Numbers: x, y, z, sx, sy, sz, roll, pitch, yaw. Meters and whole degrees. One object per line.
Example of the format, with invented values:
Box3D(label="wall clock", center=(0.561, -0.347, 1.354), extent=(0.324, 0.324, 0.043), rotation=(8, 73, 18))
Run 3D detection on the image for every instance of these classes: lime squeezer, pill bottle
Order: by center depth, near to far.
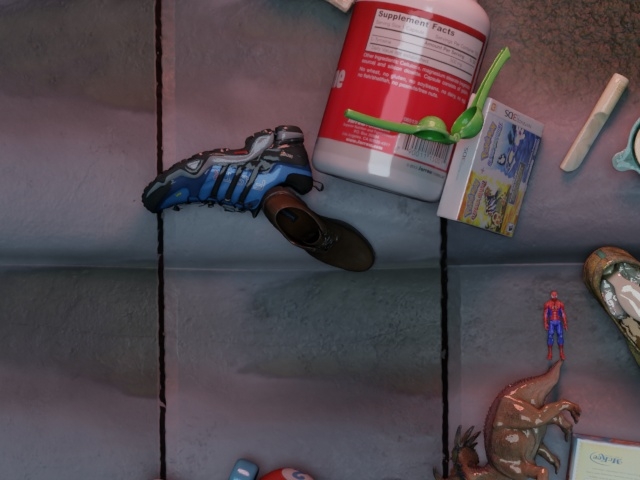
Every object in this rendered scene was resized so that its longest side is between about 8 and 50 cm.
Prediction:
Box3D(label="lime squeezer", center=(0.185, -0.195, 1.662), extent=(0.310, 0.059, 0.110), rotation=(-23, 112, -24))
Box3D(label="pill bottle", center=(0.144, -0.282, 1.788), extent=(0.229, 0.229, 0.407), rotation=(16, 92, 5))

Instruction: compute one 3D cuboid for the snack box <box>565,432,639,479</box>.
Box3D(label="snack box", center=(0.574, 0.441, 1.839), extent=(0.322, 0.060, 0.187), rotation=(8, 91, 5))

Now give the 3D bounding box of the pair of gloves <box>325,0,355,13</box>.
Box3D(label="pair of gloves", center=(0.010, -0.532, 1.869), extent=(0.204, 0.042, 0.240), rotation=(24, 95, 1))

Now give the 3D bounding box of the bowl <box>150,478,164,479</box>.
Box3D(label="bowl", center=(-0.264, 0.489, 1.908), extent=(0.142, 0.053, 0.142), rotation=(32, 114, 8))

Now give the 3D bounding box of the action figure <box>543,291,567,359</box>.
Box3D(label="action figure", center=(0.401, 0.145, 1.869), extent=(0.038, 0.030, 0.115), rotation=(-3, 88, 11))

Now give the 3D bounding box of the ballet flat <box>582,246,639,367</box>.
Box3D(label="ballet flat", center=(0.563, 0.157, 1.810), extent=(0.123, 0.123, 0.348), rotation=(-39, 87, 5))

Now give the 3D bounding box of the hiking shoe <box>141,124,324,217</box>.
Box3D(label="hiking shoe", center=(-0.157, -0.093, 1.876), extent=(0.304, 0.113, 0.132), rotation=(-21, 88, 5))

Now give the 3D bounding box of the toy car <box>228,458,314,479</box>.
Box3D(label="toy car", center=(-0.065, 0.455, 1.787), extent=(0.219, 0.238, 0.210), rotation=(21, 64, 4))

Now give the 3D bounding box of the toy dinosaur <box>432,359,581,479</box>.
Box3D(label="toy dinosaur", center=(0.314, 0.323, 1.837), extent=(0.200, 0.127, 0.295), rotation=(19, 87, 12))

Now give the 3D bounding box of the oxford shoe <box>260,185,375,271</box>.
Box3D(label="oxford shoe", center=(0.000, 0.000, 1.848), extent=(0.227, 0.096, 0.083), rotation=(28, 105, -22))

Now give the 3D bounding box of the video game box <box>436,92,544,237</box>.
Box3D(label="video game box", center=(0.283, -0.119, 1.803), extent=(0.048, 0.187, 0.205), rotation=(18, 93, 42))

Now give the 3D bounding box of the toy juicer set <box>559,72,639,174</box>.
Box3D(label="toy juicer set", center=(0.581, -0.193, 1.816), extent=(0.329, 0.089, 0.209), rotation=(9, 92, 6))
